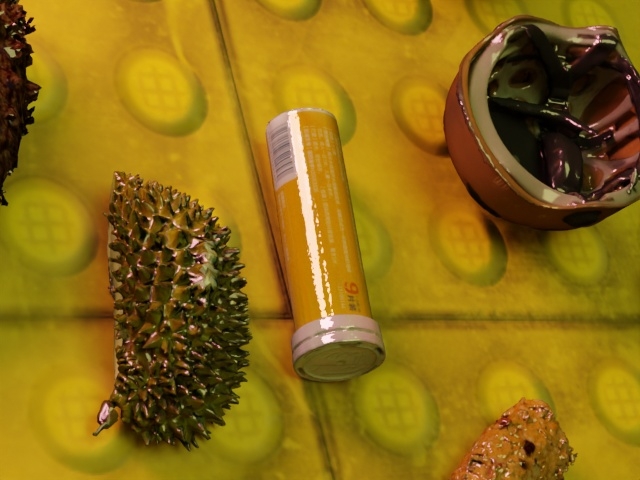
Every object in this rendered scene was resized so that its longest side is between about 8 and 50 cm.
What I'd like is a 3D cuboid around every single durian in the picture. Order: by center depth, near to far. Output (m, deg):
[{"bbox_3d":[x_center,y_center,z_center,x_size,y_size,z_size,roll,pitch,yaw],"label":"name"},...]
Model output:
[{"bbox_3d":[-0.098,0.048,1.293,0.137,0.095,0.220,16,61,-28],"label":"durian"}]

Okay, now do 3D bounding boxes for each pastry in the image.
[{"bbox_3d":[0.152,0.185,1.418,0.140,0.056,0.080,-30,90,-50],"label":"pastry"}]

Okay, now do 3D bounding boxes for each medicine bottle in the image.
[{"bbox_3d":[0.000,0.000,1.408,0.074,0.074,0.218,10,57,-32],"label":"medicine bottle"}]

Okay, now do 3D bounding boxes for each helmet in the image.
[{"bbox_3d":[0.196,-0.090,1.567,0.224,0.130,0.198,-12,69,-29],"label":"helmet"}]

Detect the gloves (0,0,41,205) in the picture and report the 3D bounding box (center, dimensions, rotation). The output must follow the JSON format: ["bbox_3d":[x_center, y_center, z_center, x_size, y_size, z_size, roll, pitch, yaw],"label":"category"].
[{"bbox_3d":[-0.295,-0.114,1.218,0.210,0.135,0.312,14,59,-37],"label":"gloves"}]
